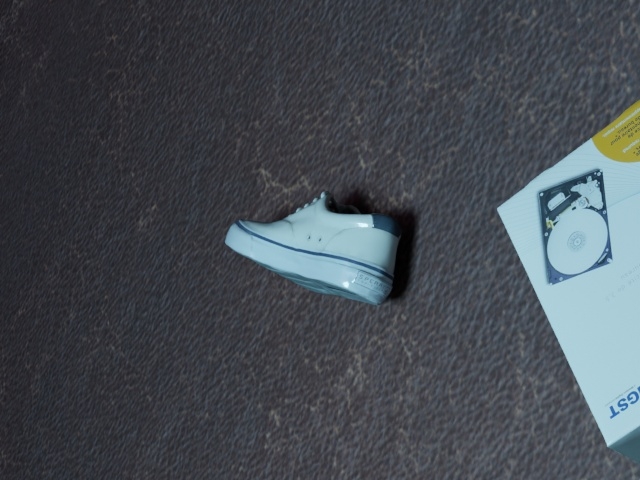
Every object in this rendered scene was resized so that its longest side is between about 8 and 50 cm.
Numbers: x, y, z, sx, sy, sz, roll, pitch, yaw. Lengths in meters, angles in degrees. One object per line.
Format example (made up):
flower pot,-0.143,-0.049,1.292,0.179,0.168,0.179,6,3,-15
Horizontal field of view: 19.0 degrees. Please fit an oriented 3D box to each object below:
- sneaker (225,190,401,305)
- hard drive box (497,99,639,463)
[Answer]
sneaker,0.000,0.000,1.898,0.258,0.094,0.091,15,79,53
hard drive box,0.260,0.024,1.411,0.181,0.089,0.232,-38,50,20
